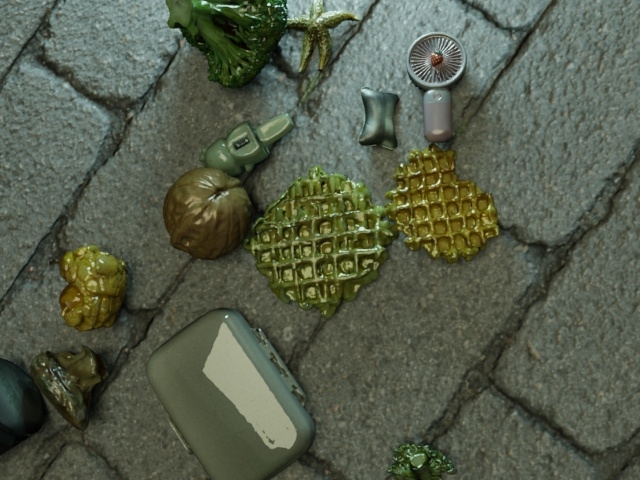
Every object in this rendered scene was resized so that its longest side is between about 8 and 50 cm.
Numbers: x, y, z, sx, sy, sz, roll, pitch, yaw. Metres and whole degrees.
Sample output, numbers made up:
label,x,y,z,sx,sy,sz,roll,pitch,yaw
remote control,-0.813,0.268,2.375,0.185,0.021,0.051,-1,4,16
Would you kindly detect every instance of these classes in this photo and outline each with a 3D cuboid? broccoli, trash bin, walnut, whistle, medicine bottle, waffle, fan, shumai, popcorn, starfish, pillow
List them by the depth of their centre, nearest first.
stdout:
label,x,y,z,sx,sy,sz,roll,pitch,yaw
broccoli,0.201,0.456,1.366,0.122,0.204,0.118,39,75,21
waffle,0.268,-0.077,1.449,0.253,0.056,0.248,24,77,5
fan,0.253,-0.329,1.464,0.130,0.074,0.244,-2,79,8
broccoli,-0.207,-0.490,1.472,0.308,0.275,0.307,13,114,31
walnut,-0.249,-0.056,1.476,0.214,0.213,0.213,-1,86,9
medicine bottle,-0.197,0.348,1.476,0.282,0.123,0.375,-37,82,7
waffle,0.000,0.000,1.494,0.297,0.073,0.317,42,93,10
pillow,0.130,-0.270,1.501,0.091,0.055,0.135,5,88,8
whistle,-0.170,-0.211,1.529,0.245,0.092,0.110,-30,80,8
trash bin,-0.815,0.430,1.530,0.302,0.203,0.252,-33,42,7
shumai,-0.560,0.319,1.542,0.153,0.161,0.209,-41,57,-17
popcorn,-0.511,0.105,1.544,0.164,0.140,0.194,-17,73,16
starfish,-0.018,-0.492,1.553,0.217,0.050,0.223,3,81,18
